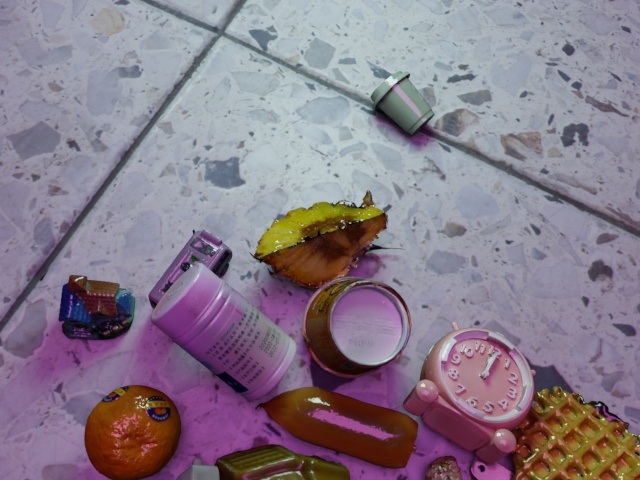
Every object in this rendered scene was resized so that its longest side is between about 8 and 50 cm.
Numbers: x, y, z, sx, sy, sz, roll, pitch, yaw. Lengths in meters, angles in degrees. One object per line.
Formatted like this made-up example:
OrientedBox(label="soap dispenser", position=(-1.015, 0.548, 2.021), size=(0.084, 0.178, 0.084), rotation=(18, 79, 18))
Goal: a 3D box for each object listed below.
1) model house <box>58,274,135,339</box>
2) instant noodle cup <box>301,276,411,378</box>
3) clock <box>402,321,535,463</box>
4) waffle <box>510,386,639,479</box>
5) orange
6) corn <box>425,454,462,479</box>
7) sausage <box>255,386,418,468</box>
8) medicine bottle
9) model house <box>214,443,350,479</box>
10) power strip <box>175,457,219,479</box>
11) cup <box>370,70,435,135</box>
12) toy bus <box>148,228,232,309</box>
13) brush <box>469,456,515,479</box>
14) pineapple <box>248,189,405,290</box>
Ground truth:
OrientedBox(label="model house", position=(-0.466, 0.130, 1.311), size=(0.148, 0.149, 0.120), rotation=(4, 68, 0))
OrientedBox(label="instant noodle cup", position=(0.080, 0.170, 1.299), size=(0.215, 0.172, 0.216), rotation=(2, 80, -10))
OrientedBox(label="clock", position=(0.314, 0.292, 1.314), size=(0.227, 0.142, 0.241), rotation=(31, 59, 8))
OrientedBox(label="waffle", position=(0.526, 0.438, 1.259), size=(0.311, 0.060, 0.307), rotation=(18, 51, 12))
OrientedBox(label="orange", position=(-0.352, 0.360, 1.213), size=(0.177, 0.155, 0.178), rotation=(2, 86, -36))
OrientedBox(label="corn", position=(0.241, 0.540, 1.223), size=(0.086, 0.086, 0.254), rotation=(0, 67, -4))
OrientedBox(label="sausage", position=(0.030, 0.359, 1.277), size=(0.328, 0.112, 0.112), rotation=(16, 67, 5))
OrientedBox(label="medicine bottle", position=(-0.187, 0.178, 1.255), size=(0.254, 0.152, 0.152), rotation=(43, 68, -17))
OrientedBox(label="model house", position=(-0.076, 0.479, 1.199), size=(0.267, 0.173, 0.239), rotation=(-8, 31, -18))
OrientedBox(label="power strip", position=(-0.212, 0.571, 1.126), size=(0.062, 0.091, 0.385), rotation=(17, 45, -32))
OrientedBox(label="cup", position=(0.203, -0.330, 1.575), size=(0.120, 0.120, 0.141), rotation=(-38, 85, -17))
OrientedBox(label="toy bus", position=(-0.275, 0.073, 1.369), size=(0.096, 0.108, 0.199), rotation=(30, 69, 8))
OrientedBox(label="brush", position=(0.448, 0.523, 1.266), size=(0.327, 0.065, 0.070), rotation=(25, 72, 17))
OrientedBox(label="pineapple", position=(0.000, 0.005, 1.422), size=(0.334, 0.158, 0.161), rotation=(-27, 33, -19))
